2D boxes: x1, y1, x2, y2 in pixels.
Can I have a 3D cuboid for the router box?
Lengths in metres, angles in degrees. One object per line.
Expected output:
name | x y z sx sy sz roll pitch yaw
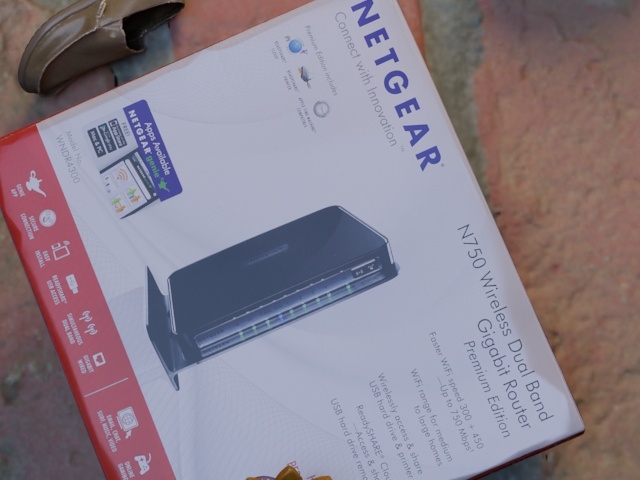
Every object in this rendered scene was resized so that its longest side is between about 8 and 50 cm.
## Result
router box | -0.027 0.033 1.218 0.301 0.082 0.335 -24 80 4

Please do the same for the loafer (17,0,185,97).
loafer | -0.161 -0.154 1.346 0.148 0.056 0.050 -42 71 7

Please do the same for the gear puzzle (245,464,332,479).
gear puzzle | 0.021 0.277 1.179 0.175 0.044 0.339 -28 117 2
